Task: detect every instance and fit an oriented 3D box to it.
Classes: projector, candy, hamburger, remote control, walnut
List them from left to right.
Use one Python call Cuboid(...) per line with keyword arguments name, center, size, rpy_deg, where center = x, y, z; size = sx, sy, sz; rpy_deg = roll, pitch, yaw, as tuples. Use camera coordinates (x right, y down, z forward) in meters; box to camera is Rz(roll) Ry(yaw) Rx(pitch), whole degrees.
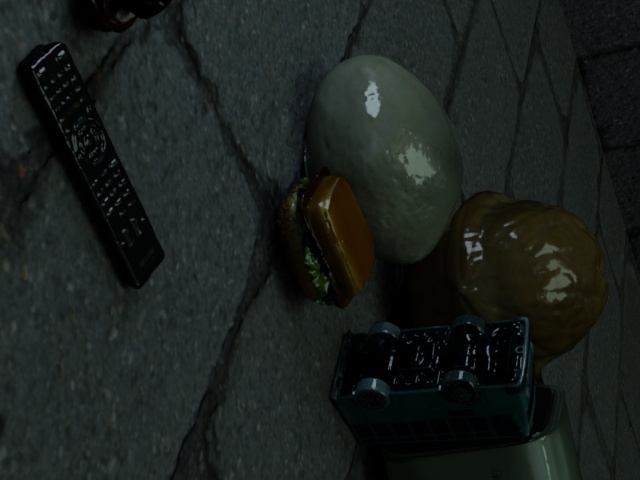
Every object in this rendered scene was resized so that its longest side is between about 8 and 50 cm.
Cuboid(name="remote control", center=(-0.209, -0.066, 1.096), size=(0.063, 0.025, 0.245), rpy_deg=(-62, 138, -52))
Cuboid(name="hamburger", center=(0.000, 0.000, 1.467), size=(0.166, 0.087, 0.137), rpy_deg=(69, 27, -23))
Cuboid(name="candy", center=(0.099, -0.111, 1.614), size=(0.295, 0.185, 0.295), rpy_deg=(23, 64, -57))
Cuboid(name="projector", center=(0.241, 0.362, 1.663), size=(0.248, 0.249, 0.249), rpy_deg=(-36, 115, -71))
Cuboid(name="walnut", center=(0.278, 0.071, 1.815), size=(0.344, 0.306, 0.306), rpy_deg=(3, 79, -59))

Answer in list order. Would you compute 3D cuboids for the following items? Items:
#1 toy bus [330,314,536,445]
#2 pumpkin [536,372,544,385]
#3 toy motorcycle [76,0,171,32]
Cuboid(name="toy bus", center=(0.159, 0.189, 1.553), size=(0.128, 0.256, 0.147), rpy_deg=(-75, 150, -43))
Cuboid(name="pumpkin", center=(0.346, 0.266, 2.105), size=(0.248, 0.126, 0.131), rpy_deg=(2, 82, -67))
Cuboid(name="toy motorcycle", center=(-0.180, -0.278, 1.148), size=(0.082, 0.122, 0.213), rpy_deg=(40, 32, -40))
